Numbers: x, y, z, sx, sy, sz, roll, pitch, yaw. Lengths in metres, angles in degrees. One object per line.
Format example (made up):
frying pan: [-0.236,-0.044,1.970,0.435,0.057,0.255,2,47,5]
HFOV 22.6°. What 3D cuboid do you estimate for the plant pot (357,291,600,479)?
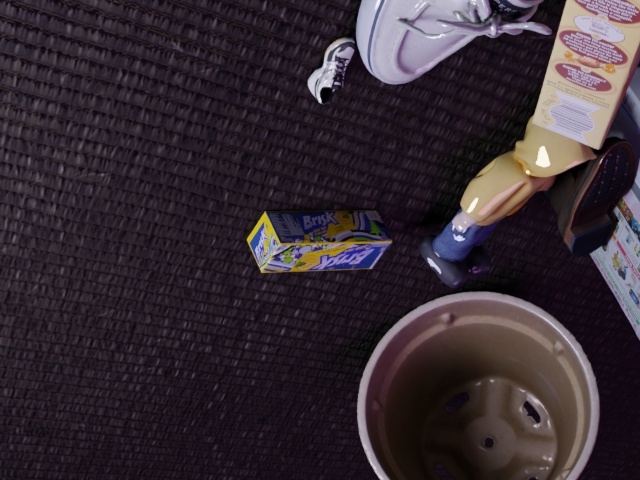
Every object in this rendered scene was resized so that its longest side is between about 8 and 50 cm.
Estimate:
plant pot: [0.240,0.272,2.344,0.333,0.334,0.305,-25,161,2]

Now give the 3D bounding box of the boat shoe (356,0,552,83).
boat shoe: [0.170,-0.256,1.582,0.135,0.156,0.367,4,139,-38]

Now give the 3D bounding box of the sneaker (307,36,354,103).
sneaker: [0.018,-0.180,1.711,0.032,0.037,0.083,0,140,-32]

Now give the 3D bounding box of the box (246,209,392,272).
box: [0.000,0.000,1.962,0.169,0.054,0.059,-1,142,-34]

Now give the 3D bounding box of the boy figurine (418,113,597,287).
boy figurine: [0.243,-0.062,1.991,0.177,0.092,0.285,-21,160,-46]

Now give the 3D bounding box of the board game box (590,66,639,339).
board game box: [0.432,-0.047,2.031,0.097,0.224,0.303,-16,149,-18]

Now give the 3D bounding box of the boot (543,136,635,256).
boot: [0.328,-0.080,2.021,0.082,0.106,0.219,-18,148,-19]

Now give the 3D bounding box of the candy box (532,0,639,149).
candy box: [0.302,-0.246,1.619,0.087,0.183,0.316,22,160,8]
